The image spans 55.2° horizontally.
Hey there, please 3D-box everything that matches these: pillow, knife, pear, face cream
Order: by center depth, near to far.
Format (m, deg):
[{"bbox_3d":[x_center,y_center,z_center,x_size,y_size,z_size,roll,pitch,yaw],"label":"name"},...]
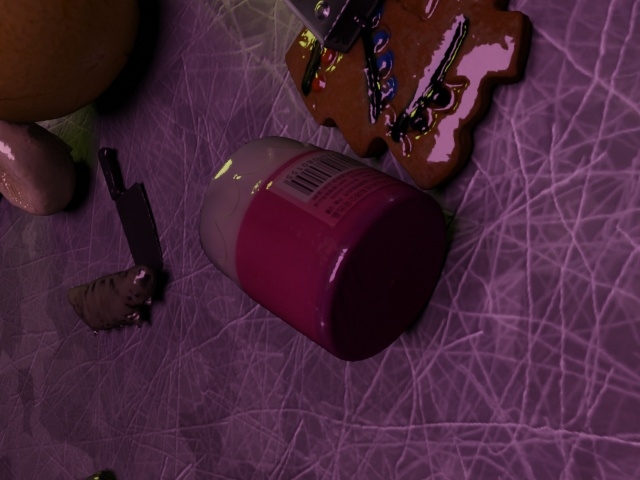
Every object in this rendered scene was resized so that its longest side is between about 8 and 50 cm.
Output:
[{"bbox_3d":[0.000,0.000,0.614,0.195,0.175,0.175,30,107,38],"label":"face cream"},{"bbox_3d":[-0.452,-0.347,0.919,0.348,0.348,0.348,-2,86,40],"label":"pear"},{"bbox_3d":[-0.327,0.100,0.962,0.241,0.051,0.093,-15,85,38],"label":"pillow"},{"bbox_3d":[-0.300,-0.055,0.973,0.072,0.019,0.245,-35,70,31],"label":"knife"}]

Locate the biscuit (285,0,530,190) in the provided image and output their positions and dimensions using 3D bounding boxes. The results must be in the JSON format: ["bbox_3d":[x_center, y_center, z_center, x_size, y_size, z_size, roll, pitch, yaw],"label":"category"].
[{"bbox_3d":[0.070,-0.194,0.650,0.301,0.043,0.278,7,92,40],"label":"biscuit"}]

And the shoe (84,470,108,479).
[{"bbox_3d":[-0.402,0.452,0.989,0.074,0.077,0.194,50,118,30],"label":"shoe"}]

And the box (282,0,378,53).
[{"bbox_3d":[0.035,-0.354,0.615,0.270,0.045,0.211,-52,59,32],"label":"box"}]

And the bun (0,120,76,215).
[{"bbox_3d":[-0.509,-0.148,1.067,0.222,0.127,0.222,32,145,26],"label":"bun"}]
